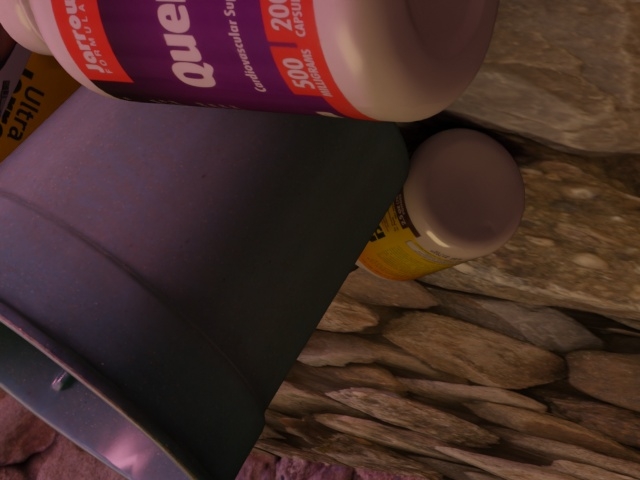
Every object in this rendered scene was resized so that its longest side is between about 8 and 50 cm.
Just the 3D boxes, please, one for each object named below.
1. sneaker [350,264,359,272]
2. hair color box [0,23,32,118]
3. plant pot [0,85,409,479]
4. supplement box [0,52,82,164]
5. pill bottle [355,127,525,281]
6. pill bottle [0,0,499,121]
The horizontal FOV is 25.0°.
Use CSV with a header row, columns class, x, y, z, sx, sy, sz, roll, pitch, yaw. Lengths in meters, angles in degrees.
class,x,y,z,sx,sy,sz,roll,pitch,yaw
sneaker,0.000,0.000,1.599,0.162,0.106,0.281,25,174,-37
hair color box,-0.318,-0.151,1.310,0.053,0.167,0.093,16,163,14
plant pot,-0.120,-0.003,1.183,0.341,0.334,0.341,32,160,13
supplement box,-0.405,-0.129,1.431,0.356,0.195,0.194,29,161,-32
pill bottle,0.093,-0.027,1.348,0.117,0.117,0.215,24,163,-16
pill bottle,-0.059,-0.174,0.926,0.323,0.181,0.181,7,160,34
